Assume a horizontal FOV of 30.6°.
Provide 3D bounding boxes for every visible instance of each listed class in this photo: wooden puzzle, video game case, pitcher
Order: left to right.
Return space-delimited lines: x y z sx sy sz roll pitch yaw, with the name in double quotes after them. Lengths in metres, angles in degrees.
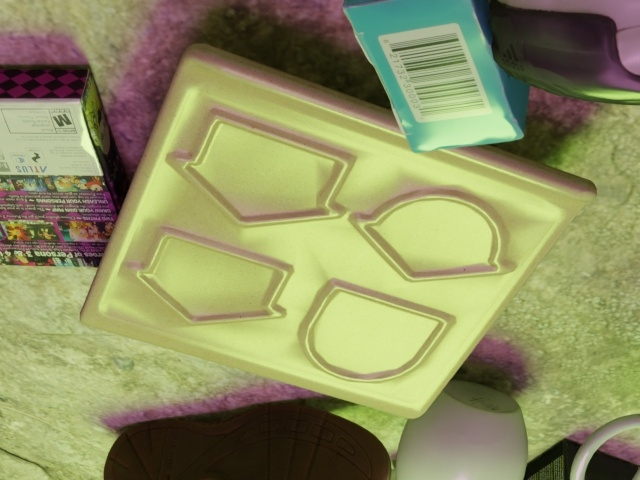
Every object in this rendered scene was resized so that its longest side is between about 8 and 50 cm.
-0.279 -0.055 0.973 0.232 0.041 0.210 1 141 8 "video game case"
0.000 0.000 0.953 0.322 0.080 0.347 18 136 -13 "wooden puzzle"
0.147 0.248 1.179 0.125 0.207 0.178 24 -164 36 "pitcher"

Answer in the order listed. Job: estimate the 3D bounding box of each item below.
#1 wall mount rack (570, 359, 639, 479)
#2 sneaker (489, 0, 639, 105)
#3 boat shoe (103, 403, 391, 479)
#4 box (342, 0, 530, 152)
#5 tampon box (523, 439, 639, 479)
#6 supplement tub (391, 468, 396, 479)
0.350 0.263 1.117 0.350 0.130 0.304 22 108 -16 "wall mount rack"
0.247 -0.240 0.487 0.448 0.169 0.257 -25 116 -11 "sneaker"
-0.069 0.254 1.270 0.341 0.121 0.110 -3 146 29 "boat shoe"
0.078 -0.169 0.608 0.060 0.244 0.100 -5 140 25 "box"
0.271 0.311 1.283 0.121 0.101 0.161 21 139 -17 "tampon box"
0.132 0.285 1.301 0.107 0.071 0.071 -7 139 17 "supplement tub"
